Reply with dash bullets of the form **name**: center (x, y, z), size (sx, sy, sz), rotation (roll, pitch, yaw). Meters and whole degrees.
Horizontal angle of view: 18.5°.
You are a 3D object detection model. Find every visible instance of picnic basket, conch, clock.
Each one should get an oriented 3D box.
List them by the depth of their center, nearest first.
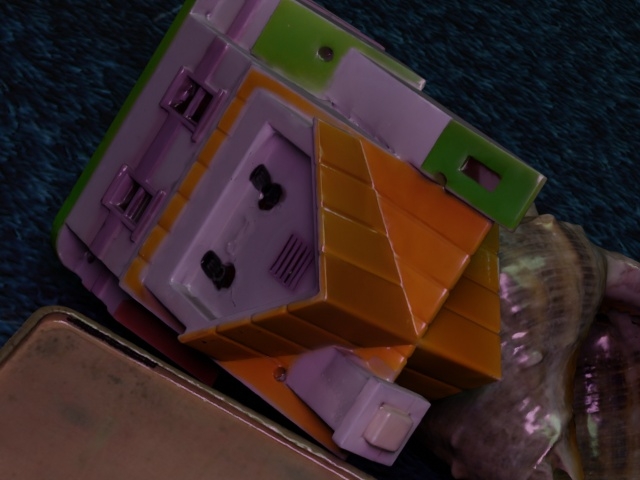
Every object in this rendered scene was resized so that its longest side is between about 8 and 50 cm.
- **picnic basket**: center (-0.102, 0.174, 1.076), size (0.266, 0.139, 0.165), rotation (29, 36, 5)
- **clock**: center (0.000, 0.000, 1.194), size (0.166, 0.235, 0.309), rotation (26, 10, -39)
- **conch**: center (0.138, 0.100, 1.304), size (0.210, 0.159, 0.291), rotation (0, 82, -41)
